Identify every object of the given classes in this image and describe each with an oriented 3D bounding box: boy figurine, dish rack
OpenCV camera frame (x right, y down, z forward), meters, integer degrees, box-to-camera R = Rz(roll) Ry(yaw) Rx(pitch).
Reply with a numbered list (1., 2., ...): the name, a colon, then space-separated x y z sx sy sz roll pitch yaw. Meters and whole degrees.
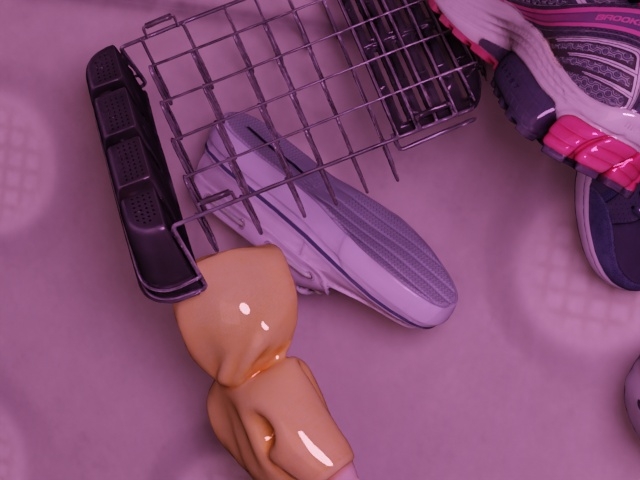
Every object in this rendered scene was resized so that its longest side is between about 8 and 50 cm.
1. boy figurine: -0.020 0.135 1.236 0.092 0.177 0.285 -26 98 -16
2. dish rack: -0.025 -0.094 1.201 0.271 0.074 0.208 -22 50 2

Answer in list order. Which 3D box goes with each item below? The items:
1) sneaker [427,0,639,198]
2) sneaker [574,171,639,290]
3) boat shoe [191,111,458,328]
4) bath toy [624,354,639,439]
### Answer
1. sneaker: 0.157 -0.141 1.094 0.121 0.299 0.112 25 111 -30
2. sneaker: 0.239 -0.048 1.104 0.086 0.163 0.226 1 113 -21
3. boat shoe: 0.000 0.000 1.262 0.226 0.083 0.076 43 119 23
4. bath toy: 0.332 0.030 1.108 0.348 0.129 0.151 -39 83 20
